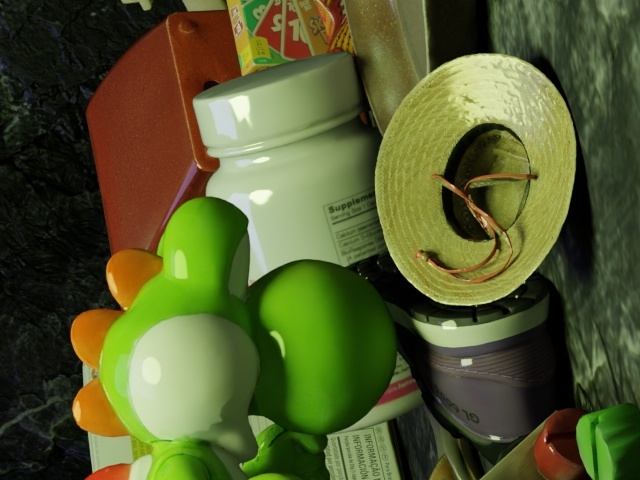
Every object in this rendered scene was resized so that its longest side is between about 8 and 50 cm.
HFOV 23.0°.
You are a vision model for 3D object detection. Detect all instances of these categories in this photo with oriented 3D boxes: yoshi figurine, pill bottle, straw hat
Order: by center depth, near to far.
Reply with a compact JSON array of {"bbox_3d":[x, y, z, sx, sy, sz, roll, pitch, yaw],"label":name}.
[{"bbox_3d":[0.102,-0.030,0.905,0.061,0.144,0.145,14,-124,-50],"label":"straw hat"},{"bbox_3d":[-0.038,0.156,0.961,0.203,0.203,0.362,-7,75,42],"label":"yoshi figurine"},{"bbox_3d":[0.000,0.000,1.282,0.160,0.160,0.283,-131,24,-77],"label":"pill bottle"}]

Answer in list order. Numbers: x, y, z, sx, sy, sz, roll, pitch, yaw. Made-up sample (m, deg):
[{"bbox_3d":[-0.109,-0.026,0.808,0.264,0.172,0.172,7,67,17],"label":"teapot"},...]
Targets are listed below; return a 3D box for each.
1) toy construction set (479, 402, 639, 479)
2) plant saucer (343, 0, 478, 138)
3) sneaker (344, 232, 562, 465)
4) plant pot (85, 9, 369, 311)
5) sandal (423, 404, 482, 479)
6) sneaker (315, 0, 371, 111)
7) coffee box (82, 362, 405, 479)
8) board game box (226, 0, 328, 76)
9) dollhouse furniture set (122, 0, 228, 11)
[{"bbox_3d":[0.059,0.230,0.797,0.309,0.237,0.258,155,100,-74],"label":"toy construction set"},{"bbox_3d":[0.056,-0.207,1.101,0.310,0.050,0.311,169,90,-84],"label":"plant saucer"},{"bbox_3d":[0.087,0.077,1.072,0.283,0.107,0.124,-130,25,-77],"label":"sneaker"},{"bbox_3d":[-0.075,-0.097,1.607,0.236,0.267,0.267,120,141,-59],"label":"plant pot"},{"bbox_3d":[0.105,0.210,1.293,0.090,0.060,0.219,91,167,-60],"label":"sandal"},{"bbox_3d":[0.034,-0.177,1.364,0.067,0.064,0.175,52,-159,-50],"label":"sneaker"},{"bbox_3d":[-0.072,0.336,1.819,0.338,0.334,0.338,86,172,-53],"label":"coffee box"},{"bbox_3d":[-0.038,-0.277,1.464,0.039,0.124,0.259,-40,60,56],"label":"board game box"},{"bbox_3d":[-0.073,-0.299,1.686,0.355,0.173,0.303,63,-148,-42],"label":"dollhouse furniture set"}]
